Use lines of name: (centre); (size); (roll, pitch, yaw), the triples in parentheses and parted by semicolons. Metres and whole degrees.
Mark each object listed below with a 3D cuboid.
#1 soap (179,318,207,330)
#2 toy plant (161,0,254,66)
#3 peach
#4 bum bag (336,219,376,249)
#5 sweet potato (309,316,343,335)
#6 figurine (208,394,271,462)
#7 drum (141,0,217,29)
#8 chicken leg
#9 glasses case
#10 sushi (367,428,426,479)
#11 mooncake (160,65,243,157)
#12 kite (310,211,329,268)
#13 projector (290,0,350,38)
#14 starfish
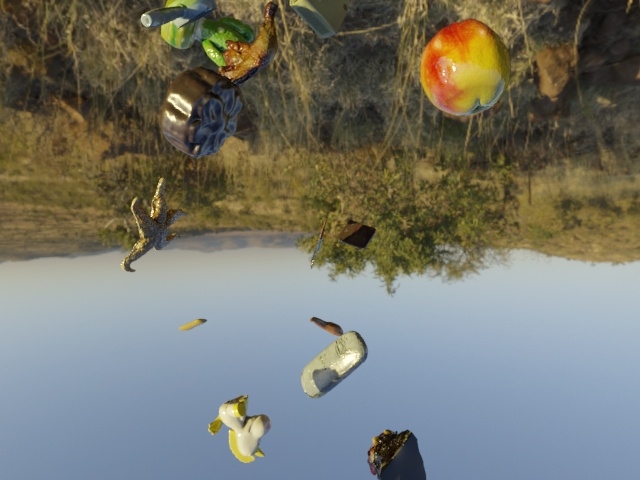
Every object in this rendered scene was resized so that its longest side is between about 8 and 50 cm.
soap: (-0.318, 0.210, 1.020); (0.089, 0.012, 0.034); (-26, 155, 29)
toy plant: (-0.407, -0.761, 1.514); (0.316, 0.224, 0.184); (16, 157, -16)
peach: (0.368, -0.437, 1.050); (0.231, 0.230, 0.231); (-2, 179, 0)
bum bag: (0.148, -0.026, 1.690); (0.159, 0.109, 0.026); (21, 163, 46)
sweet potato: (0.023, 0.365, 1.762); (0.214, 0.050, 0.050); (32, 158, -36)
figurine: (-0.204, 0.508, 1.106); (0.129, 0.178, 0.109); (-44, -175, -17)
drum: (-0.299, -0.515, 0.909); (0.130, 0.049, 0.253); (-23, -152, 10)
chicken leg: (-0.238, -0.653, 1.400); (0.323, 0.177, 0.083); (-35, 168, 16)
glasses case: (0.039, 0.390, 1.279); (0.067, 0.109, 0.282); (19, 125, -43)
sushi: (0.211, 0.638, 1.191); (0.153, 0.172, 0.150); (-43, -158, -20)
mooncake: (-0.364, -0.397, 1.304); (0.141, 0.283, 0.283); (32, -173, 12)
kite: (0.000, 0.000, 1.506); (0.016, 0.233, 0.321); (18, -170, 0)
projector: (0.004, -0.730, 1.136); (0.088, 0.269, 0.194); (7, 165, 45)
starfish: (-0.487, -0.051, 1.230); (0.060, 0.299, 0.302); (28, 140, 8)
